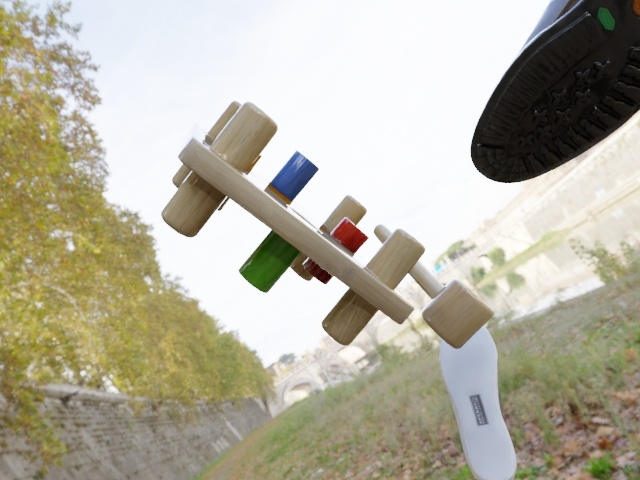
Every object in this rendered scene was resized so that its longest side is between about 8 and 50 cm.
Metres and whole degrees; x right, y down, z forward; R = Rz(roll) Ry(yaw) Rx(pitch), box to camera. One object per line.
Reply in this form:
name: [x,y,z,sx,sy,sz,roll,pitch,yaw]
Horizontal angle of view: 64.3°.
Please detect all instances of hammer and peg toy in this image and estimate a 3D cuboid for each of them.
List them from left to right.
hammer and peg toy: [0.000,0.000,0.568,0.127,0.361,0.266,-51,21,4]

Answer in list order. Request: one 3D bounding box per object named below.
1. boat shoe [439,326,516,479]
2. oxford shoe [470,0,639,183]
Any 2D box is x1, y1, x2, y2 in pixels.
boat shoe: [0.215,0.220,0.699,0.080,0.228,0.076,-11,-37,4]
oxford shoe: [0.180,-0.137,0.335,0.227,0.083,0.096,-55,10,24]
